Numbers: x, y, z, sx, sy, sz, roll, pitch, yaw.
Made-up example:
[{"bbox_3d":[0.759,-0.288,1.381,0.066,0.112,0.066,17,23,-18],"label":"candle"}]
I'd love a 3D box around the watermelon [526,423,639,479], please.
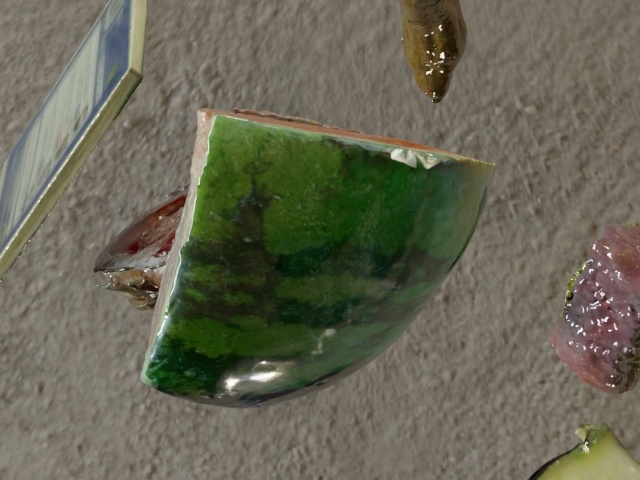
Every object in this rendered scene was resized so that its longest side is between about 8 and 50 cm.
[{"bbox_3d":[0.136,0.235,0.368,0.303,0.159,0.128,47,149,19],"label":"watermelon"}]

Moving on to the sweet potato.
[{"bbox_3d":[0.087,-0.178,0.848,0.054,0.053,0.182,-30,156,-1],"label":"sweet potato"}]

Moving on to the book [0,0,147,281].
[{"bbox_3d":[-0.260,-0.118,1.092,0.018,0.228,0.322,26,125,-26],"label":"book"}]

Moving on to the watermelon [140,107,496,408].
[{"bbox_3d":[0.008,0.018,0.529,0.231,0.128,0.146,7,99,-43],"label":"watermelon"}]

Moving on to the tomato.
[{"bbox_3d":[-0.107,0.033,1.102,0.155,0.181,0.214,52,153,-22],"label":"tomato"}]

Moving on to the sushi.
[{"bbox_3d":[0.276,0.066,0.984,0.107,0.241,0.161,44,114,25],"label":"sushi"}]
